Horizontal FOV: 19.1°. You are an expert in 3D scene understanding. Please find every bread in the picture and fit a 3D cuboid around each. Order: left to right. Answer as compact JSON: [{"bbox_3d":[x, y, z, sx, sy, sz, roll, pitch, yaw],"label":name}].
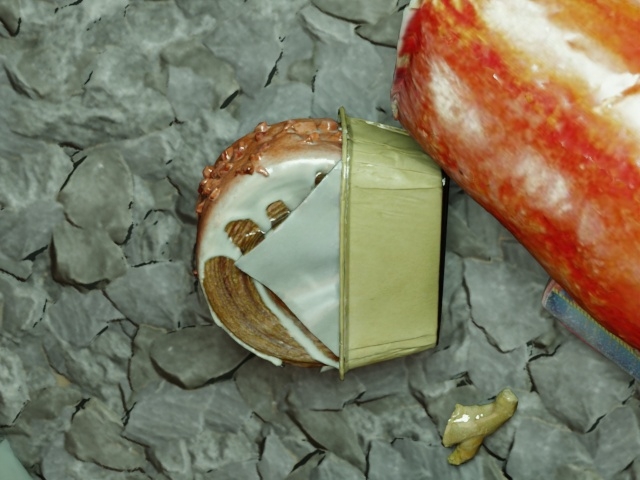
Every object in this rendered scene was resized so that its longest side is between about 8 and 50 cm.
[{"bbox_3d":[0.000,0.000,1.567,0.211,0.142,0.224,1,116,2],"label":"bread"}]

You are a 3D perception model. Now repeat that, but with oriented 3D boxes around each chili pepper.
[{"bbox_3d":[0.218,-0.088,1.421,0.305,0.229,0.251,43,161,13],"label":"chili pepper"}]

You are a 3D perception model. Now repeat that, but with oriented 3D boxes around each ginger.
[{"bbox_3d":[0.131,0.158,1.656,0.048,0.030,0.097,20,127,-25],"label":"ginger"}]

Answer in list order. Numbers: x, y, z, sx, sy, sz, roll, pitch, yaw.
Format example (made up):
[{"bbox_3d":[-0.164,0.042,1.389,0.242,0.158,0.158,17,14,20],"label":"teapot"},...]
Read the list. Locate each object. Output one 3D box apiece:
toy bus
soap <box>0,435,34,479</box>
[{"bbox_3d":[0.268,0.074,1.551,0.192,0.065,0.077,38,128,-2],"label":"toy bus"},{"bbox_3d":[-0.382,0.418,1.846,0.350,0.213,0.435,-4,114,22],"label":"soap"}]
